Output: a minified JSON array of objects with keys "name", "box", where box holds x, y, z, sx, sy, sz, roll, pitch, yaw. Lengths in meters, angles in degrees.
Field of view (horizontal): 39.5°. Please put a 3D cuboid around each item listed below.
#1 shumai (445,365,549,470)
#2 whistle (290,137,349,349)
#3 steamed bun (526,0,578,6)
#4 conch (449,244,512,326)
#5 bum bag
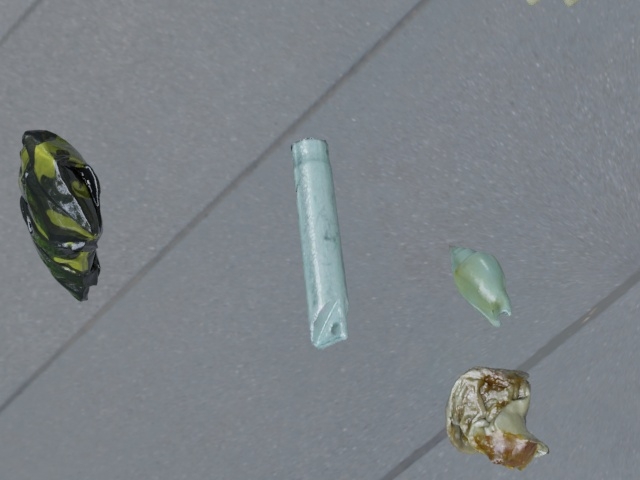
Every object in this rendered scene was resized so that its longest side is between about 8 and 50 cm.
[{"name":"shumai","box":[0.233,0.231,1.129,0.116,0.146,0.145,35,101,47]},{"name":"whistle","box":[0.000,0.000,1.275,0.062,0.062,0.312,-16,64,19]},{"name":"steamed bun","box":[0.342,-0.406,1.020,0.189,0.428,0.247,14,125,58]},{"name":"conch","box":[0.210,0.061,1.205,0.065,0.180,0.088,-1,124,-18]},{"name":"bum bag","box":[-0.233,-0.017,0.806,0.060,0.232,0.106,-32,80,-23]}]
